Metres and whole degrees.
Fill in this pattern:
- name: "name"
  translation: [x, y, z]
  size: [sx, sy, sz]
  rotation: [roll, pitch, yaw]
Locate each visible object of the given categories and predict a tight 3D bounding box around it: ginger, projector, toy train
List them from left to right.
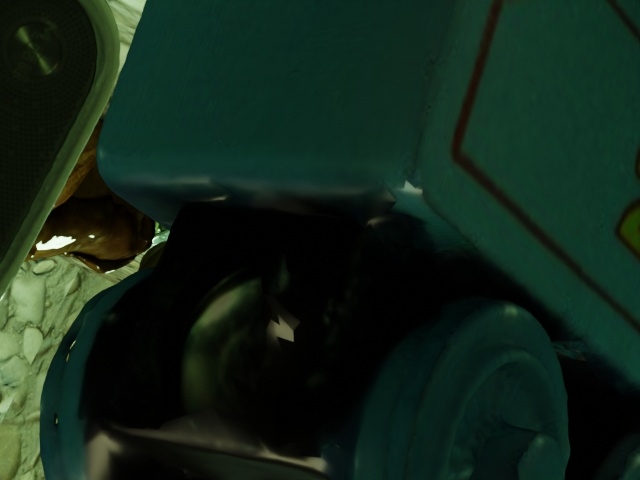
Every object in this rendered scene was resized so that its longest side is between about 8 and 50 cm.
- name: "projector"
  translation: [-0.308, -0.097, 1.011]
  size: [0.249, 0.248, 0.249]
  rotation: [31, 171, -28]
- name: "ginger"
  translation: [-0.284, -0.048, 1.491]
  size: [0.321, 0.172, 0.165]
  rotation: [4, -148, -35]
- name: "toy train"
  translation: [0.050, 0.022, 0.601]
  size: [0.188, 0.265, 0.300]
  rotation: [5, 159, 38]

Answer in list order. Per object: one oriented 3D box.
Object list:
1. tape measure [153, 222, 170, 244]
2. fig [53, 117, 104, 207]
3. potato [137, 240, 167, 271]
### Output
- name: "tape measure"
  translation: [-0.240, -0.053, 1.695]
  size: [0.178, 0.087, 0.154]
  rotation: [23, 171, 2]
- name: "fig"
  translation: [-0.221, -0.095, 1.359]
  size: [0.201, 0.146, 0.134]
  rotation: [-11, -178, -25]
- name: "potato"
  translation: [-0.072, 0.074, 1.548]
  size: [0.218, 0.202, 0.351]
  rotation: [27, 171, -36]
